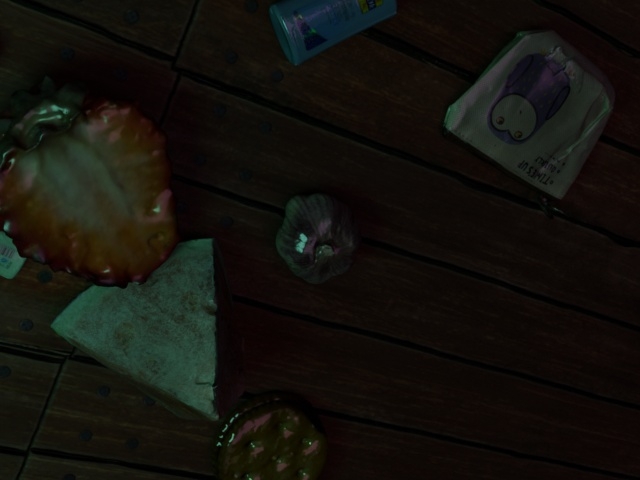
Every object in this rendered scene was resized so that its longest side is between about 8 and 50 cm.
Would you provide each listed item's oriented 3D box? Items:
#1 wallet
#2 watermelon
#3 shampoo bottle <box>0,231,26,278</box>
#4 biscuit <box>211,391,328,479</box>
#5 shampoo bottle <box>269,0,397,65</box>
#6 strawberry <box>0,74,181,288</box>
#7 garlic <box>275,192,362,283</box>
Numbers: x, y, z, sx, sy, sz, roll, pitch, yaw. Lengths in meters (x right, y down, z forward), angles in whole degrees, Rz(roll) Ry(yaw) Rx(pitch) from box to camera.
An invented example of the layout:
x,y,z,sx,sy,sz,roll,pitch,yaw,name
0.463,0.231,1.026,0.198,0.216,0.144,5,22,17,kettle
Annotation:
x,y,z,sx,sy,sz,roll,pitch,yaw,name
0.392,-0.215,1.770,0.335,0.068,0.274,28,98,-30,wallet
-0.249,0.186,1.522,0.251,0.292,0.283,-15,116,13,watermelon
-0.515,-0.009,1.424,0.191,0.041,0.069,28,101,-31,shampoo bottle
-0.088,0.377,1.768,0.221,0.066,0.220,-9,113,-23,biscuit
0.050,-0.374,1.545,0.258,0.061,0.103,-30,119,-13,shampoo bottle
-0.344,-0.079,1.431,0.265,0.149,0.336,-43,132,-13,strawberry
0.000,0.000,1.643,0.147,0.102,0.159,-15,116,-22,garlic
